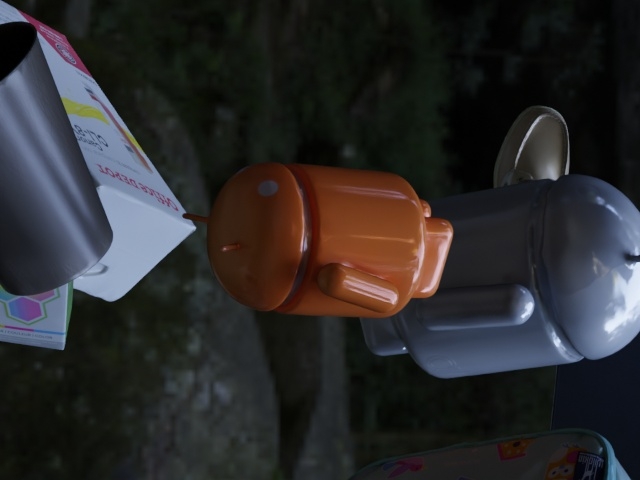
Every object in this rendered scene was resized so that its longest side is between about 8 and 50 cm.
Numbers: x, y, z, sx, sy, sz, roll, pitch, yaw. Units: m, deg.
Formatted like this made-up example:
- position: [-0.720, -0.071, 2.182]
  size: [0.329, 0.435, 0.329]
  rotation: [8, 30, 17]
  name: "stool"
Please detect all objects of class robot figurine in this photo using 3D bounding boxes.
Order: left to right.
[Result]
- position: [0.001, 0.000, 1.453]
  size: [0.128, 0.219, 0.158]
  rotation: [-46, -133, 51]
  name: "robot figurine"
- position: [0.212, 0.040, 1.897]
  size: [0.300, 0.353, 0.200]
  rotation: [-34, 111, -60]
  name: "robot figurine"

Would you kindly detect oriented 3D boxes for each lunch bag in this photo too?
- position: [0.127, 0.269, 1.414]
  size: [0.108, 0.279, 0.224]
  rotation: [58, 34, -30]
  name: "lunch bag"

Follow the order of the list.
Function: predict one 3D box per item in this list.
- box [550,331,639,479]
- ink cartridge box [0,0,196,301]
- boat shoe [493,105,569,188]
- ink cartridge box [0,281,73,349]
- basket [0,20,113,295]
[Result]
- position: [0.484, 0.194, 2.264]
  size: [0.212, 0.395, 0.294]
  rotation: [14, -73, 36]
  name: "box"
- position: [-0.373, -0.131, 2.348]
  size: [0.385, 0.160, 0.279]
  rotation: [54, 11, 23]
  name: "ink cartridge box"
- position: [0.291, -0.042, 2.409]
  size: [0.098, 0.109, 0.302]
  rotation: [166, -59, -74]
  name: "boat shoe"
- position: [-0.340, 0.030, 2.012]
  size: [0.062, 0.109, 0.209]
  rotation: [-86, -174, -45]
  name: "ink cartridge box"
- position: [-0.310, -0.072, 1.747]
  size: [0.227, 0.154, 0.204]
  rotation: [66, 29, -29]
  name: "basket"
